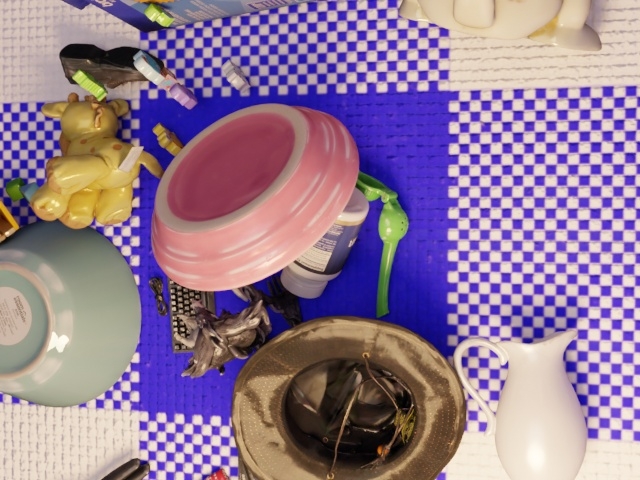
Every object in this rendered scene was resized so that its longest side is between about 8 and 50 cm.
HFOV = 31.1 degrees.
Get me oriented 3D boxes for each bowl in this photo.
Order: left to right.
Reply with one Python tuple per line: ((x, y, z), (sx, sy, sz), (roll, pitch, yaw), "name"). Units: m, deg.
((-0.458, 0.122, 1.814), (0.312, 0.163, 0.311), (1, 92, 18), "bowl")

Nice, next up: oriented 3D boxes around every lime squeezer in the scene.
((0.069, -0.049, 1.711), (0.110, 0.059, 0.310), (-31, 82, 46), "lime squeezer")

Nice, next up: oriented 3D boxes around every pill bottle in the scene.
((0.000, 0.000, 1.683), (0.094, 0.094, 0.169), (33, 124, 14), "pill bottle")

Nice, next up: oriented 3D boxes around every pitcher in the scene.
((0.277, 0.232, 1.600), (0.178, 0.125, 0.207), (-3, 84, 4), "pitcher")

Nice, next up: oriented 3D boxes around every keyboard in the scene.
((-0.219, 0.087, 1.811), (0.108, 0.023, 0.180), (-4, 89, 18), "keyboard")

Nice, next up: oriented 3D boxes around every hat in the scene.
((0.040, 0.228, 1.666), (0.331, 0.134, 0.331), (0, 110, 1), "hat")

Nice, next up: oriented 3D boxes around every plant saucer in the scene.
((-0.109, -0.080, 1.636), (0.332, 0.084, 0.332), (-20, 40, 18), "plant saucer")

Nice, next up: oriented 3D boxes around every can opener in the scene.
((-0.349, 0.408, 1.844), (0.186, 0.059, 0.073), (-35, 54, 6), "can opener")

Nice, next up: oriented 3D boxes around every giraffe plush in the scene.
((-0.361, -0.142, 1.791), (0.210, 0.181, 0.170), (-40, 58, 25), "giraffe plush")

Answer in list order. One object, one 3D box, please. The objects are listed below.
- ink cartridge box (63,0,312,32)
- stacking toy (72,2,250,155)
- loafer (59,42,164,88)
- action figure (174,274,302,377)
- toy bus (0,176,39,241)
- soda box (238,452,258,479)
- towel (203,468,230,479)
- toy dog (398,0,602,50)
((-0.198, -0.419, 1.664), (0.396, 0.270, 0.151), (-6, 84, 18), "ink cartridge box")
((-0.232, -0.237, 1.722), (0.167, 0.221, 0.052), (-42, 44, 14), "stacking toy")
((-0.328, -0.271, 1.827), (0.170, 0.062, 0.061), (10, 133, 11), "loafer")
((-0.132, 0.112, 1.650), (0.141, 0.276, 0.164), (45, 103, 14), "action figure")
((-0.564, -0.051, 1.818), (0.202, 0.191, 0.104), (-13, 126, 18), "toy bus")
((-0.092, 0.319, 1.755), (0.053, 0.060, 0.168), (-1, 91, 17), "soda box")
((-0.206, 0.514, 1.811), (0.275, 0.031, 0.199), (-37, 78, 13), "towel")
((0.235, -0.471, 1.475), (0.285, 0.395, 0.407), (17, 105, 25), "toy dog")
